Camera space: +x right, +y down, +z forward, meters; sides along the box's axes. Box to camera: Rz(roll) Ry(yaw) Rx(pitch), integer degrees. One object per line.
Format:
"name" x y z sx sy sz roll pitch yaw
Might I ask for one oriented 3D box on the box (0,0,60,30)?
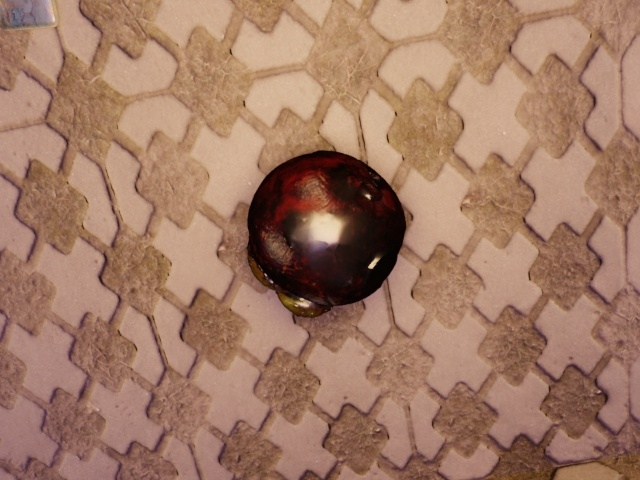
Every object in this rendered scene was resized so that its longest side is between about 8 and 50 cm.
"box" -0.700 -0.637 1.310 0.142 0.044 0.285 -6 109 -3

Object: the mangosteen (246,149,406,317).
"mangosteen" 0.019 0.001 1.365 0.380 0.381 0.422 1 120 -1
